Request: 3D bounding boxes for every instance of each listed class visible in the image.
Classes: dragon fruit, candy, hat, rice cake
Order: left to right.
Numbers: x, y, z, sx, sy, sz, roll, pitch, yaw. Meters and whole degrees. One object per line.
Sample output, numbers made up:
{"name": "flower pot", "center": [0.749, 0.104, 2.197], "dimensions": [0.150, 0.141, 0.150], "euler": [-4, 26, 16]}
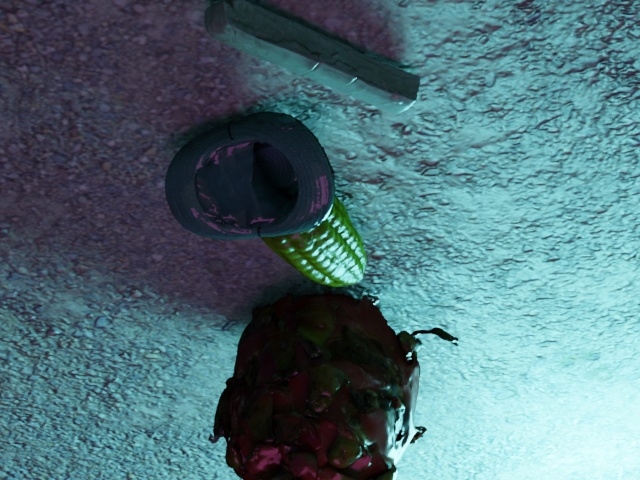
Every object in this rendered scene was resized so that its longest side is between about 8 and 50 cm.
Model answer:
{"name": "hat", "center": [-0.068, -0.071, 1.837], "dimensions": [0.191, 0.078, 0.138], "euler": [-9, 110, 19]}
{"name": "rice cake", "center": [-0.007, -0.185, 1.702], "dimensions": [0.245, 0.042, 0.045], "euler": [20, 154, -32]}
{"name": "candy", "center": [0.000, 0.000, 1.958], "dimensions": [0.096, 0.097, 0.209], "euler": [-14, 152, 18]}
{"name": "dragon fruit", "center": [0.009, 0.221, 2.122], "dimensions": [0.269, 0.291, 0.250], "euler": [13, 140, -25]}
